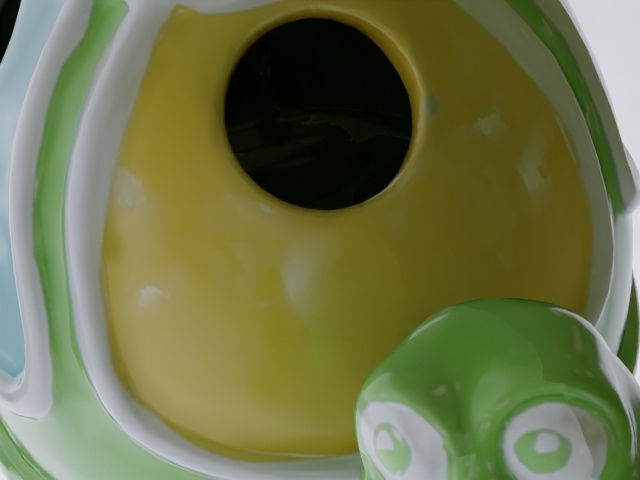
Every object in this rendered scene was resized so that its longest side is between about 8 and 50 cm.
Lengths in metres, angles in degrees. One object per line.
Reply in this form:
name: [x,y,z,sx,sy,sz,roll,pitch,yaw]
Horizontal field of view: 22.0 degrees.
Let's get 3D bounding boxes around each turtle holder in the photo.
turtle holder: [-0.018,-0.003,0.523,0.243,0.227,0.320,-1,-142,10]
